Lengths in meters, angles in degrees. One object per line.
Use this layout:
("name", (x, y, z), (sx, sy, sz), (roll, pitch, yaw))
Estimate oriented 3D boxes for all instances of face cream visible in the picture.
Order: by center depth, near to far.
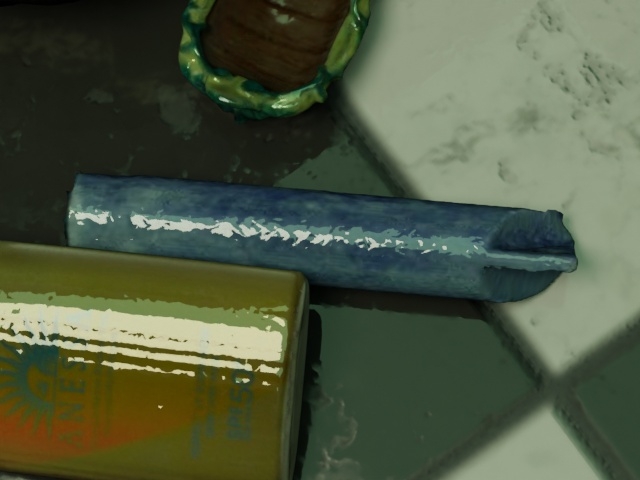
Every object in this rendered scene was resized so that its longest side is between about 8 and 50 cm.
("face cream", (-0.153, 0.072, 1.031), (0.285, 0.067, 0.139), (6, 97, 6))

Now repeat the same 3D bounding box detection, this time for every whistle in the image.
("whistle", (0.000, 0.000, 1.047), (0.304, 0.062, 0.062), (5, 77, 5))

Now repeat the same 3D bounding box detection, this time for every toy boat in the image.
("toy boat", (0.001, -0.208, 1.080), (0.108, 0.099, 0.293), (20, 86, 9))

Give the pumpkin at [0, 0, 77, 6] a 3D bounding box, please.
("pumpkin", (-0.177, -0.298, 1.033), (0.323, 0.241, 0.323), (-3, 72, 9))
